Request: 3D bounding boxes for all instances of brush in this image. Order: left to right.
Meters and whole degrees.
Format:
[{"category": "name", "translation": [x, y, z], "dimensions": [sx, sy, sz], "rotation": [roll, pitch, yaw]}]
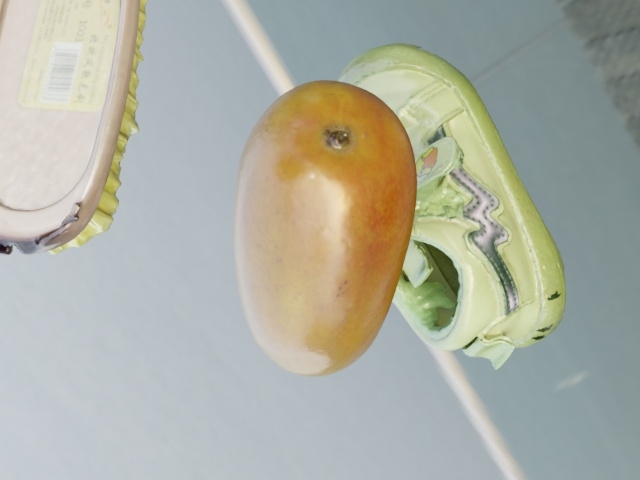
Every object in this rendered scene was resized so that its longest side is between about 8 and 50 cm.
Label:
[{"category": "brush", "translation": [-0.093, -0.140, 0.656], "dimensions": [0.072, 0.313, 0.067], "rotation": [2, 165, 15]}]

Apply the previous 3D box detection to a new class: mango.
[{"category": "mango", "translation": [0.000, 0.001, 1.070], "dimensions": [0.151, 0.120, 0.221], "rotation": [-85, 1, -64]}]

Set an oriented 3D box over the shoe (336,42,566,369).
[{"category": "shoe", "translation": [0.090, -0.031, 1.200], "dimensions": [0.140, 0.128, 0.262], "rotation": [-38, 80, 39]}]
